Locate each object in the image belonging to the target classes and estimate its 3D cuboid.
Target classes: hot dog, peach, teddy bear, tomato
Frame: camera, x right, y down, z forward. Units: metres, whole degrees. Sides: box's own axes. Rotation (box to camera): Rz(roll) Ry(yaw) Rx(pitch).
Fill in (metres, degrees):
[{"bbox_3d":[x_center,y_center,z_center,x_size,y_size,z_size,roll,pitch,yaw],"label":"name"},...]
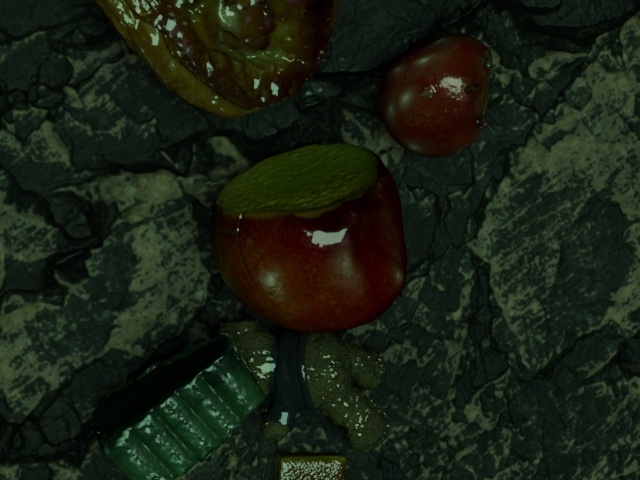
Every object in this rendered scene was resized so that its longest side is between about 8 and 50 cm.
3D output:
[{"bbox_3d":[-0.145,-0.326,1.533,0.267,0.174,0.387,-42,105,-10],"label":"hot dog"},{"bbox_3d":[0.000,0.000,1.568,0.248,0.275,0.245,-43,103,-1],"label":"peach"},{"bbox_3d":[-0.015,0.169,1.660,0.251,0.129,0.181,14,57,-13],"label":"teddy bear"},{"bbox_3d":[0.151,-0.189,1.654,0.167,0.167,0.167,-2,98,-16],"label":"tomato"}]

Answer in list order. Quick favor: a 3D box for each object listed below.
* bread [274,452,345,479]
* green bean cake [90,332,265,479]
[{"bbox_3d":[-0.016,0.334,1.729,0.095,0.035,0.090,3,96,-16],"label":"bread"},{"bbox_3d":[-0.174,0.203,1.578,0.208,0.193,0.107,-40,104,-3],"label":"green bean cake"}]
